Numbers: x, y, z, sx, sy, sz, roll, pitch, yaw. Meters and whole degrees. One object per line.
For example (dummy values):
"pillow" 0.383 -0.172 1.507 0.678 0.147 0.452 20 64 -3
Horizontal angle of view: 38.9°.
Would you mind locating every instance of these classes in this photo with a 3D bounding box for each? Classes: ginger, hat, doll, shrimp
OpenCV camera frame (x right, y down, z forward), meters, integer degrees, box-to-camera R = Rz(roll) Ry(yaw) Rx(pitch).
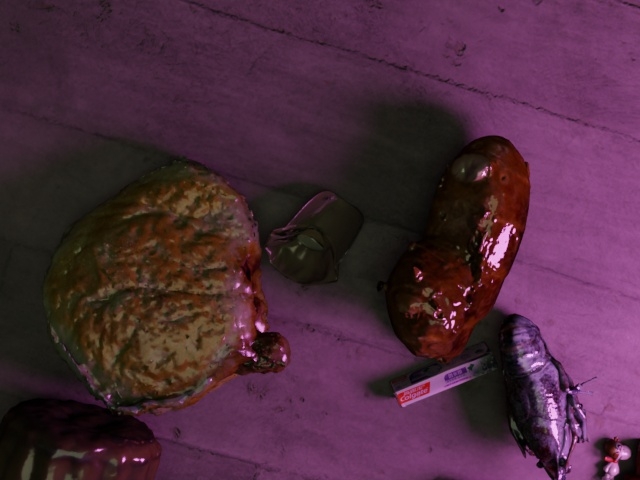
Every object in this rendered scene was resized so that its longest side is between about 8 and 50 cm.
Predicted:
"ginger" 0.232 0.015 1.548 0.176 0.254 0.418 23 96 29
"hat" 0.000 0.000 1.628 0.147 0.085 0.175 40 71 5
"doll" 0.548 0.413 1.700 0.058 0.040 0.085 32 94 -15
"shrimp" 0.422 0.304 1.628 0.172 0.137 0.372 -20 96 17

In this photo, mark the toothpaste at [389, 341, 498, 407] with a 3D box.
"toothpaste" 0.226 0.247 1.669 0.196 0.047 0.040 -23 111 1

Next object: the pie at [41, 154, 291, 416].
"pie" -0.278 0.084 1.576 0.395 0.180 0.418 -20 84 -5

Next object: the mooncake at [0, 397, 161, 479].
"mooncake" -0.420 0.373 1.546 0.291 0.290 0.161 17 92 -4

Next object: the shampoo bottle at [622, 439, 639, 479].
"shampoo bottle" 0.613 0.534 1.695 0.118 0.076 0.314 6 96 0
